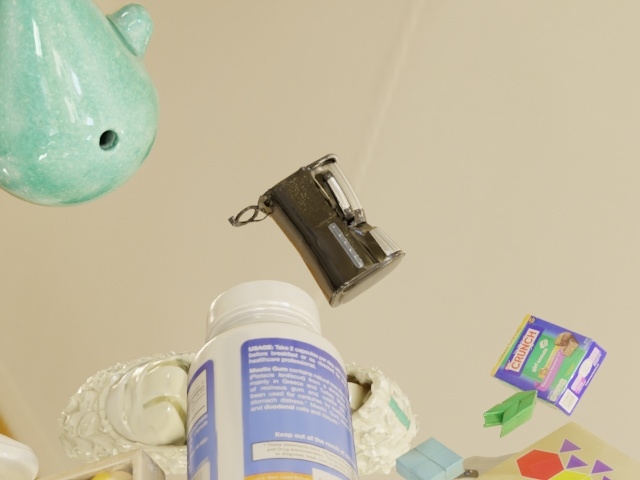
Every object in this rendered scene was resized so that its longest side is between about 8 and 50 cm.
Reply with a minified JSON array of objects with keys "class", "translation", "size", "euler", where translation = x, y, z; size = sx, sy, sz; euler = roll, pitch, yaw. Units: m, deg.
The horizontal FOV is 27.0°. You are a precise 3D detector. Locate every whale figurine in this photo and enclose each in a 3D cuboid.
[{"class":"whale figurine","translation":[-0.226,-0.152,1.150],"size":[0.141,0.216,0.272],"euler":[33,-41,43]}]

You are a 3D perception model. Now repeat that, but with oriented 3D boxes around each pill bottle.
[{"class":"pill bottle","translation":[-0.045,0.171,1.212],"size":[0.152,0.152,0.272],"euler":[-56,-153,37]}]

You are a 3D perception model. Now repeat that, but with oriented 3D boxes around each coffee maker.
[{"class":"coffee maker","translation":[0.000,0.000,1.828],"size":[0.171,0.120,0.178],"euler":[-36,-104,10]}]

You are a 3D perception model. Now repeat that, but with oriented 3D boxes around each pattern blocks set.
[{"class":"pattern blocks set","translation":[0.229,0.234,1.138],"size":[0.325,0.285,0.026],"euler":[42,-34,52]}]

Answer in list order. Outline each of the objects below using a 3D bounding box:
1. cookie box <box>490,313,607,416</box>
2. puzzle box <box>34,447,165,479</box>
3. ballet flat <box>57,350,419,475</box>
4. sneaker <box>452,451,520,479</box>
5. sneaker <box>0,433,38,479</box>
[{"class":"cookie box","translation":[0.270,0.147,1.585],"size":[0.107,0.040,0.092],"euler":[21,-105,49]},{"class":"puzzle box","translation":[-0.322,0.355,1.135],"size":[0.409,0.052,0.272],"euler":[-19,-133,12]},{"class":"ballet flat","translation":[-0.101,0.170,1.424],"size":[0.408,0.147,0.147],"euler":[-1,-96,13]},{"class":"sneaker","translation":[0.250,0.334,1.687],"size":[0.121,0.079,0.217],"euler":[51,-17,-8]},{"class":"sneaker","translation":[-0.365,0.178,1.289],"size":[0.080,0.212,0.094],"euler":[89,15,-47]}]
